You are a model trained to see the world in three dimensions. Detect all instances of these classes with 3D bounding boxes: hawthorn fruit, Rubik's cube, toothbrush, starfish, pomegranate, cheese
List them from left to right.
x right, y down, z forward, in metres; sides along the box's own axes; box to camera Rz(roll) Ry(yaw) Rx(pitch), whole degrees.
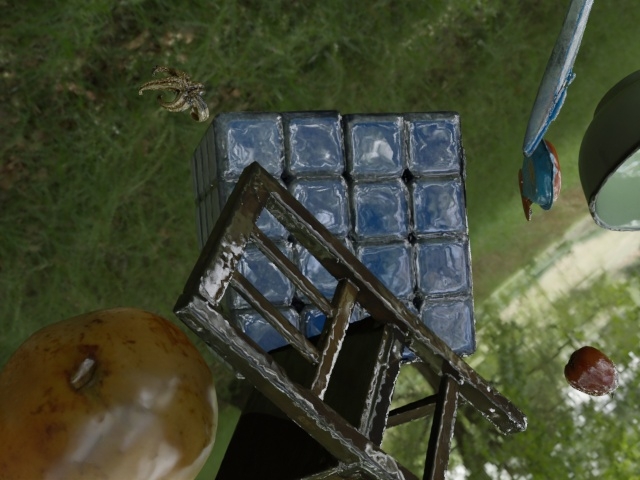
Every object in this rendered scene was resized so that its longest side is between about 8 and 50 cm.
[{"bbox_3d":[-0.224,0.190,0.805,0.248,0.248,0.248,-37,166,-10],"label":"pomegranate"},{"bbox_3d":[-0.346,-0.358,1.827,0.074,0.146,0.190,-34,150,33],"label":"starfish"},{"bbox_3d":[0.000,0.000,1.130,0.337,0.344,0.344,-3,179,-14],"label":"Rubik's cube"},{"bbox_3d":[0.315,-0.087,1.125,0.037,0.106,0.256,-7,172,6],"label":"cheese"},{"bbox_3d":[0.248,-0.240,0.704,0.035,0.042,0.413,-37,149,-37],"label":"toothbrush"},{"bbox_3d":[0.471,0.230,1.324,0.081,0.093,0.081,-61,177,-6],"label":"hawthorn fruit"}]

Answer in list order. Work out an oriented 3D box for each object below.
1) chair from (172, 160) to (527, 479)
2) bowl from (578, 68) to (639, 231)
[{"bbox_3d":[-0.018,0.164,0.764,0.240,0.416,0.203,-29,-152,39],"label":"chair"},{"bbox_3d":[0.612,-0.190,1.382,0.353,0.185,0.354,-13,147,-9],"label":"bowl"}]
